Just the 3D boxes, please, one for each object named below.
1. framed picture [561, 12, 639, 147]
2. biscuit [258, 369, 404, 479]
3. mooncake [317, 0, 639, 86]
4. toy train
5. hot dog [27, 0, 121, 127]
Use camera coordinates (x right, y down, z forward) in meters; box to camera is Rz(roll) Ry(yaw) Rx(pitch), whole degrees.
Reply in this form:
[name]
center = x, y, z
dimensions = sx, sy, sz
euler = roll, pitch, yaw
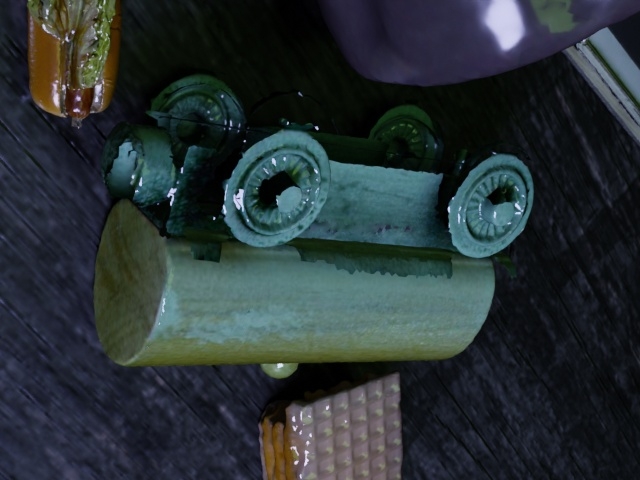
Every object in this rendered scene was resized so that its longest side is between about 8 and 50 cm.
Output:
[framed picture]
center = 0.328, -0.165, 0.959
dimensions = 0.293, 0.018, 0.231
euler = 39, 80, -38
[biscuit]
center = 0.013, 0.268, 0.840
dimensions = 0.094, 0.054, 0.379
euler = -16, 114, -31
[mooncake]
center = 0.109, -0.187, 0.648
dimensions = 0.245, 0.245, 0.133
euler = -34, 119, -24
[toy train]
center = 0.004, 0.005, 0.704
dimensions = 0.307, 0.126, 0.189
euler = 4, 103, -38
[hot dog]
center = -0.129, -0.125, 0.618
dimensions = 0.056, 0.041, 0.133
euler = -6, 108, -35
